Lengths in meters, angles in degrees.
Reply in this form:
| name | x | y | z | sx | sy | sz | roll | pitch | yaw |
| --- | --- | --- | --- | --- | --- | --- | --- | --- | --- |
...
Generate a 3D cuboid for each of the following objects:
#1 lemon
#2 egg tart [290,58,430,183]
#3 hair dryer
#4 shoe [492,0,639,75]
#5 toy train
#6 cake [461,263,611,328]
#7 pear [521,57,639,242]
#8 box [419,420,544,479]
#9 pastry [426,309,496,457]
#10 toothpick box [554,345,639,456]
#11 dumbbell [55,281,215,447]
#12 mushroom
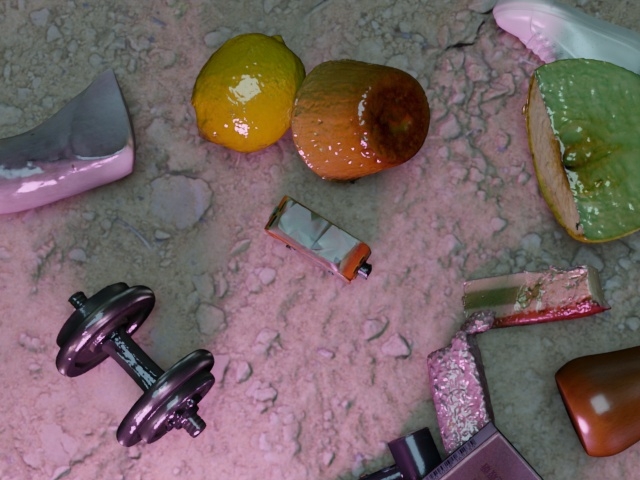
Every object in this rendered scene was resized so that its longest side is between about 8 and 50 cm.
| name | x | y | z | sx | sy | sz | roll | pitch | yaw |
| --- | --- | --- | --- | --- | --- | --- | --- | --- | --- |
| lemon | -0.114 | -0.236 | 1.716 | 0.180 | 0.180 | 0.193 | 8 | 70 | 5 |
| egg tart | 0.072 | -0.184 | 1.670 | 0.202 | 0.147 | 0.202 | -5 | 99 | -37 |
| hair dryer | 0.076 | 0.396 | 1.655 | 0.255 | 0.070 | 0.128 | -26 | 80 | 6 |
| shoe | 0.400 | -0.311 | 1.743 | 0.265 | 0.095 | 0.110 | 16 | 81 | 4 |
| toy train | 0.000 | 0.000 | 1.704 | 0.188 | 0.099 | 0.072 | 31 | 82 | 9 |
| cake | 0.348 | 0.090 | 1.699 | 0.220 | 0.117 | 0.086 | -14 | 74 | 34 |
| pear | 0.460 | -0.145 | 1.687 | 0.239 | 0.139 | 0.288 | -15 | 81 | -4 |
| box | 0.183 | 0.433 | 1.583 | 0.325 | 0.047 | 0.180 | -41 | 110 | 4 |
| pastry | 0.222 | 0.241 | 1.645 | 0.112 | 0.103 | 0.265 | -4 | 82 | 9 |
| toothpick box | 0.511 | 0.209 | 1.599 | 0.294 | 0.192 | 0.192 | -22 | 79 | 4 |
| dumbbell | -0.281 | 0.189 | 1.639 | 0.192 | 0.192 | 0.290 | -44 | 81 | -5 |
| mushroom | -0.492 | -0.128 | 1.745 | 0.397 | 0.126 | 0.177 | -19 | 69 | 0 |
